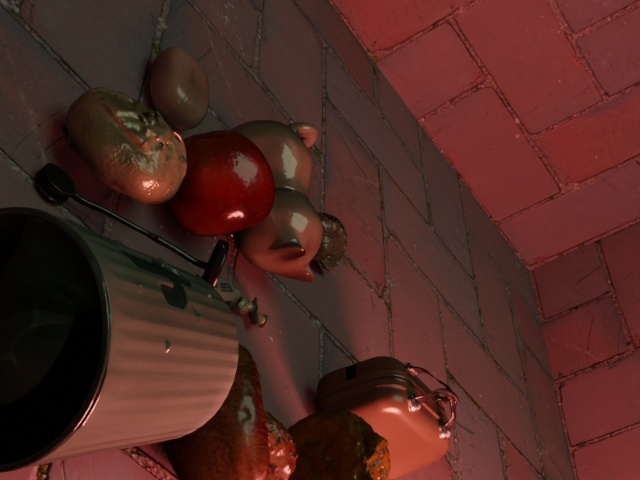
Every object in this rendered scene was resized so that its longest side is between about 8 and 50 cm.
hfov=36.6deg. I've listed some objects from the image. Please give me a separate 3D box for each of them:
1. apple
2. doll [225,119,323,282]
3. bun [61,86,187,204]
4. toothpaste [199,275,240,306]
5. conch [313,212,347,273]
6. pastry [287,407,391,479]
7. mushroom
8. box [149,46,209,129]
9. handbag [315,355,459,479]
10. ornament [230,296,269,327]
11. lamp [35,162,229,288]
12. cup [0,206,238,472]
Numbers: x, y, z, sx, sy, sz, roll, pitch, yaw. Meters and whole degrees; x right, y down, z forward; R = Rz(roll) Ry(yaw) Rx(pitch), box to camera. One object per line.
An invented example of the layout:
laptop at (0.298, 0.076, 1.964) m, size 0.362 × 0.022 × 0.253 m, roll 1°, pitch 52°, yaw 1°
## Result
apple at (-0.201, -0.111, 1.907) m, size 0.218 × 0.218 × 0.201 m, roll -42°, pitch 125°, yaw -67°
doll at (-0.111, -0.098, 2.114) m, size 0.215 × 0.226 × 0.370 m, roll 86°, pitch 1°, yaw -63°
bun at (-0.335, -0.172, 1.728) m, size 0.239 × 0.141 × 0.239 m, roll 42°, pitch 15°, yaw -14°
toothpaste at (-0.261, 0.096, 1.761) m, size 0.392 × 0.061 × 0.098 m, roll 6°, pitch 60°, yaw -61°
conch at (0.000, 0.000, 2.418) m, size 0.207 × 0.130 × 0.155 m, roll -119°, pitch -151°, yaw -70°
pastry at (0.024, 0.429, 1.784) m, size 0.132 × 0.235 × 0.240 m, roll 46°, pitch 37°, yaw -45°
mushroom at (-0.151, 0.321, 1.563) m, size 0.283 × 0.195 × 0.263 m, roll 64°, pitch -14°, yaw -7°
box at (-0.304, -0.330, 2.094) m, size 0.146 × 0.088 × 0.200 m, roll 43°, pitch 29°, yaw -38°
handbag at (0.165, 0.373, 2.082) m, size 0.302 × 0.283 × 0.149 m, roll 46°, pitch 30°, yaw -36°
ornament at (-0.139, 0.147, 1.988) m, size 0.092 × 0.041 × 0.068 m, roll 54°, pitch 21°, yaw -20°
lamp at (-0.304, -0.041, 1.671) m, size 0.371 × 0.108 × 0.130 m, roll 41°, pitch 24°, yaw -20°
cup at (-0.327, 0.101, 1.304) m, size 0.392 × 0.310 × 0.400 m, roll 23°, pitch 47°, yaw -65°
